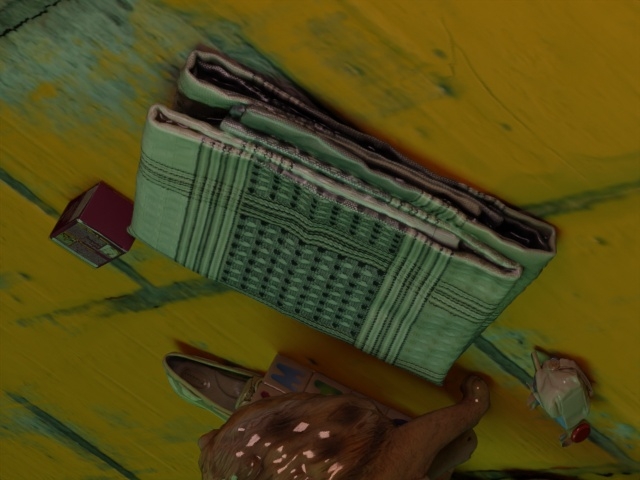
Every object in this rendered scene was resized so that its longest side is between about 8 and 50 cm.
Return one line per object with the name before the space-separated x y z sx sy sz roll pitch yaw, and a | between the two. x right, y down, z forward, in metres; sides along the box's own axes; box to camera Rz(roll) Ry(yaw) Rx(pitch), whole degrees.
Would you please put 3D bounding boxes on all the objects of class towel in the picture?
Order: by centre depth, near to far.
towel | 0.000 0.000 1.495 0.312 0.056 0.324 27 155 0

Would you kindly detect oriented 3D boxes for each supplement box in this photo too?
supplement box | -0.197 -0.012 1.683 0.055 0.043 0.083 35 155 -17

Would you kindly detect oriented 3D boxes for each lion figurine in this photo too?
lion figurine | 0.085 0.271 1.614 0.392 0.240 0.142 53 153 20

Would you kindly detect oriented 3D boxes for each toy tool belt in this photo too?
toy tool belt | 0.195 0.126 1.567 0.051 0.052 0.083 48 169 40

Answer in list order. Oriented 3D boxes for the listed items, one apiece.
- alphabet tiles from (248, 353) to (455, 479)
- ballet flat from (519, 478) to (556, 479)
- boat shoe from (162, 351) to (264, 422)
alphabet tiles | 0.006 0.225 1.725 0.198 0.237 0.009 26 136 3
ballet flat | 0.254 0.267 1.745 0.232 0.080 0.073 2 161 45
boat shoe | -0.087 0.149 1.880 0.153 0.056 0.048 23 161 27
